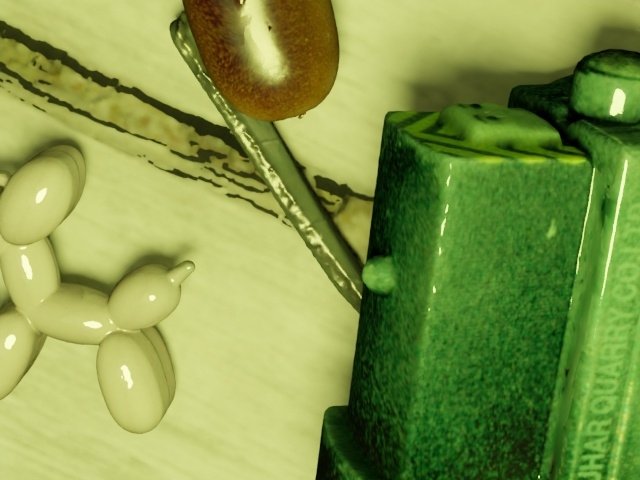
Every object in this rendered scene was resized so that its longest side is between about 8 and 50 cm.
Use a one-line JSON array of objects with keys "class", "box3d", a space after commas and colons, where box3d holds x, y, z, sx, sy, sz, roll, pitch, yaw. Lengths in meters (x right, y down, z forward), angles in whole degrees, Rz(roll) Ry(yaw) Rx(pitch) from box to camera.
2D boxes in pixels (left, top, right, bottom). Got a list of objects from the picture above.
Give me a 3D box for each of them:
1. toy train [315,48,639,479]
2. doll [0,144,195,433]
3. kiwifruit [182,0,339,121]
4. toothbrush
[{"class": "toy train", "box3d": [0.098, 0.066, 0.719, 0.178, 0.138, 0.330, -2, 111, -20]}, {"class": "doll", "box3d": [-0.153, 0.024, 0.815, 0.161, 0.059, 0.160, 12, 111, 6]}, {"class": "kiwifruit", "box3d": [-0.032, -0.122, 0.735, 0.075, 0.075, 0.124, -18, 102, 16]}, {"class": "toothbrush", "box3d": [0.000, 0.000, 0.795, 0.030, 0.030, 0.297, -26, 104, 27]}]
